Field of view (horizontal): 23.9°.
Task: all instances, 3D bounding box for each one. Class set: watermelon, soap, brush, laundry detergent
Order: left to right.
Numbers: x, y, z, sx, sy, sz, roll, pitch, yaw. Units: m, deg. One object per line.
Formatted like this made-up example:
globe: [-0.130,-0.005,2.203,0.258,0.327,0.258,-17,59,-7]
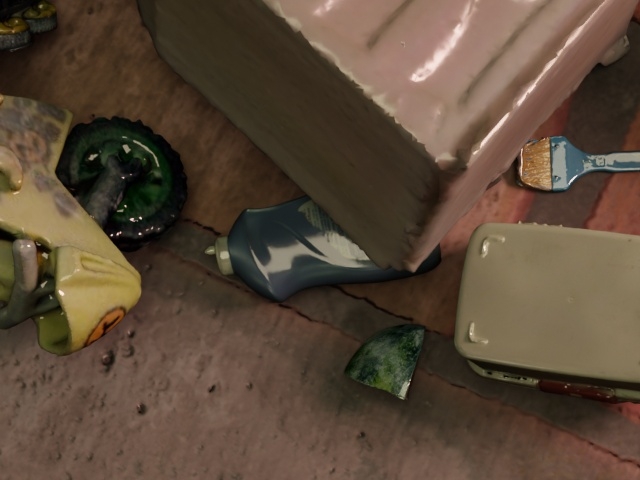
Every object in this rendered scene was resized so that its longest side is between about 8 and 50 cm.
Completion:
laundry detergent: [0.000,0.000,1.344,0.206,0.061,0.096,-11,83,2]
soap: [0.036,-0.252,1.276,0.435,0.213,0.350,42,73,10]
watermelon: [0.070,0.112,1.337,0.085,0.085,0.061,-24,121,0]
brush: [0.257,-0.071,1.364,0.164,0.014,0.051,-2,82,2]

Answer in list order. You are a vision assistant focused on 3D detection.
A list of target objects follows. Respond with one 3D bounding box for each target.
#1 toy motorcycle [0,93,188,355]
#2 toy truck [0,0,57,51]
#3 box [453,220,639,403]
toy motorcycle: [-0.315,-0.022,1.282,0.410,0.168,0.237,7,54,-15]
toy truck: [-0.342,-0.220,1.303,0.157,0.272,0.124,8,115,17]
box: [0.221,0.057,1.267,0.210,0.129,0.148,6,81,22]
